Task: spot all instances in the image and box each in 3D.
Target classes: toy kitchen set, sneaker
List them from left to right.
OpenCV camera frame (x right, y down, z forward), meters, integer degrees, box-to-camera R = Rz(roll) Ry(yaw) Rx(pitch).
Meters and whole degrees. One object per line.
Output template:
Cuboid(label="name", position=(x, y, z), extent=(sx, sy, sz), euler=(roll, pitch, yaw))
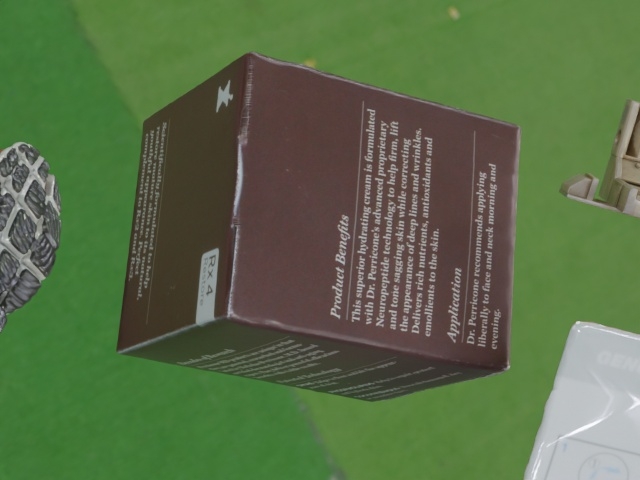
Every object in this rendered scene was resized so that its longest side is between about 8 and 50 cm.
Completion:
Cuboid(label="sneaker", position=(-0.297, 0.027, 1.306), extent=(0.279, 0.118, 0.107), euler=(-63, 142, -38))
Cuboid(label="toy kitchen set", position=(0.209, -0.058, 1.174), extent=(0.068, 0.083, 0.075), euler=(14, 99, -6))

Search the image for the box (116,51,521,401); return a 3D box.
Cuboid(label="box", position=(0.000, 0.000, 1.094), extent=(0.203, 0.167, 0.168), euler=(13, 73, -26))

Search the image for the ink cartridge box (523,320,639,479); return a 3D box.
Cuboid(label="ink cartridge box", position=(0.235, 0.243, 1.050), extent=(0.308, 0.385, 0.091), euler=(14, 18, -6))
